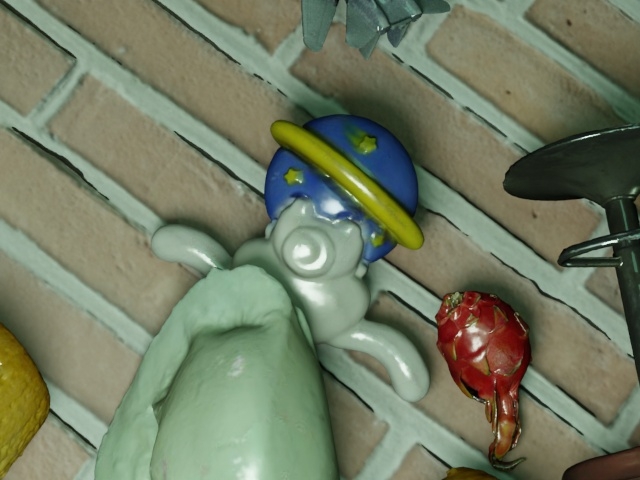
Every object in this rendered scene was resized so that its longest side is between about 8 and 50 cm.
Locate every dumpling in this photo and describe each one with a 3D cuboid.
[{"bbox_3d":[-0.073,0.224,1.851,0.212,0.270,0.320,25,47,-20],"label":"dumpling"}]

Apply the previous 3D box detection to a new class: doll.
[{"bbox_3d":[0.023,0.013,1.928,0.311,0.159,0.242,44,74,4],"label":"doll"}]

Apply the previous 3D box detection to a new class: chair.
[{"bbox_3d":[0.320,0.106,1.892,0.227,0.226,0.401,-8,76,-7],"label":"chair"}]

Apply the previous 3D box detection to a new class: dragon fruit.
[{"bbox_3d":[0.174,0.135,1.954,0.094,0.094,0.190,-19,98,-10],"label":"dragon fruit"}]

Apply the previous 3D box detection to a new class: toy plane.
[{"bbox_3d":[0.010,-0.320,2.057,0.212,0.088,0.267,-25,74,-34],"label":"toy plane"}]

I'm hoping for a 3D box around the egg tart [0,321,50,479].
[{"bbox_3d":[-0.353,0.157,1.853,0.202,0.202,0.147,45,61,8],"label":"egg tart"}]

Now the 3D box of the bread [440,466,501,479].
[{"bbox_3d":[0.126,0.388,1.780,0.340,0.179,0.194,-54,124,-18],"label":"bread"}]
